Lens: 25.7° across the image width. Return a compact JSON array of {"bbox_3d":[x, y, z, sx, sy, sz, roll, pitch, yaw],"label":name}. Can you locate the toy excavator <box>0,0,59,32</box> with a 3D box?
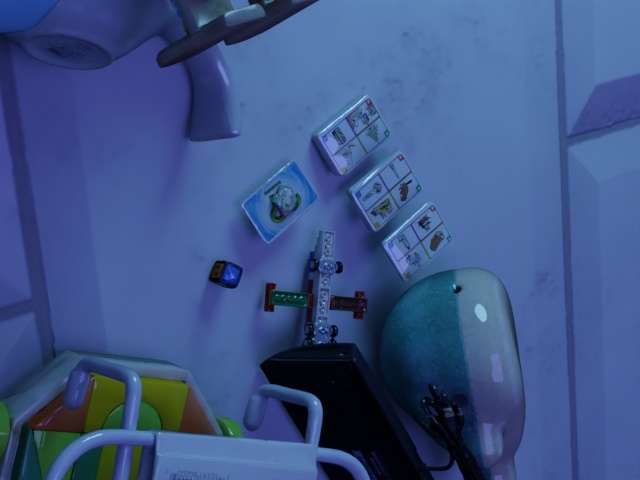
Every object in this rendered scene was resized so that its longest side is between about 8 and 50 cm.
[{"bbox_3d":[-0.284,-0.163,0.940,0.222,0.433,0.445,-3,73,-40],"label":"toy excavator"}]

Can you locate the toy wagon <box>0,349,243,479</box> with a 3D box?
[{"bbox_3d":[-0.204,0.271,1.229,0.267,0.068,0.344,11,92,-40],"label":"toy wagon"}]

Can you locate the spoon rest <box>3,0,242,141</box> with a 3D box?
[{"bbox_3d":[-0.160,-0.165,1.146,0.276,0.137,0.084,31,61,-54],"label":"spoon rest"}]

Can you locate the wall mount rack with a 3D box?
[{"bbox_3d":[-0.122,0.262,1.166,0.350,0.130,0.304,14,84,-43],"label":"wall mount rack"}]

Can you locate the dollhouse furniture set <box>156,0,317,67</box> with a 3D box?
[{"bbox_3d":[-0.094,-0.256,1.091,0.242,0.161,0.212,-27,95,-47],"label":"dollhouse furniture set"}]

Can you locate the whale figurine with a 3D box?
[{"bbox_3d":[0.139,0.159,1.447,0.141,0.216,0.272,-7,126,6],"label":"whale figurine"}]

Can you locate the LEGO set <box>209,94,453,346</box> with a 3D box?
[{"bbox_3d":[0.000,0.000,1.369,0.244,0.060,0.182,-42,111,-26],"label":"LEGO set"}]

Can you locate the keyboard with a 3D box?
[{"bbox_3d":[0.083,0.217,1.377,0.317,0.202,0.033,60,43,-32],"label":"keyboard"}]
